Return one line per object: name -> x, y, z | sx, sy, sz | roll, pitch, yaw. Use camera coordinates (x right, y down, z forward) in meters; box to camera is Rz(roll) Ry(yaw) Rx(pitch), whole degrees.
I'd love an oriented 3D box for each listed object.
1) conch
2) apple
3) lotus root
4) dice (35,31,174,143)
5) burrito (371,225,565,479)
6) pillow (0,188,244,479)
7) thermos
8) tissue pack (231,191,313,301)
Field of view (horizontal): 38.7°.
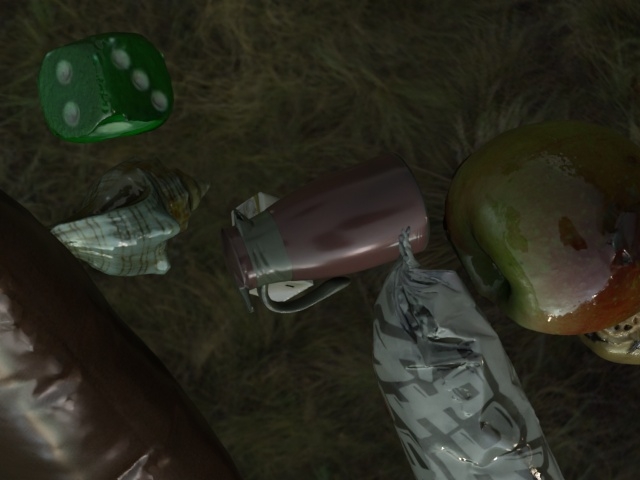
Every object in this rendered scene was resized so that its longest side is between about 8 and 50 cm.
conch -> -0.289, -0.013, 1.346 | 0.203, 0.386, 0.170 | -18, 112, 41
apple -> 0.222, -0.020, 0.826 | 0.188, 0.174, 0.207 | -24, 56, -12
lotus root -> 0.429, 0.047, 1.242 | 0.182, 0.310, 0.183 | 9, 116, 20
dice -> -0.277, -0.195, 1.174 | 0.131, 0.128, 0.120 | -11, 93, 38
burrito -> 0.135, 0.179, 0.835 | 0.139, 0.101, 0.445 | -14, 115, 26
pillow -> -0.201, 0.047, 0.502 | 0.307, 0.305, 0.108 | 15, 58, 34
thermos -> 0.000, 0.000, 1.231 | 0.265, 0.146, 0.176 | -21, 119, -14
tissue pack -> -0.083, 0.013, 1.524 | 0.099, 0.106, 0.149 | -30, 55, 40
